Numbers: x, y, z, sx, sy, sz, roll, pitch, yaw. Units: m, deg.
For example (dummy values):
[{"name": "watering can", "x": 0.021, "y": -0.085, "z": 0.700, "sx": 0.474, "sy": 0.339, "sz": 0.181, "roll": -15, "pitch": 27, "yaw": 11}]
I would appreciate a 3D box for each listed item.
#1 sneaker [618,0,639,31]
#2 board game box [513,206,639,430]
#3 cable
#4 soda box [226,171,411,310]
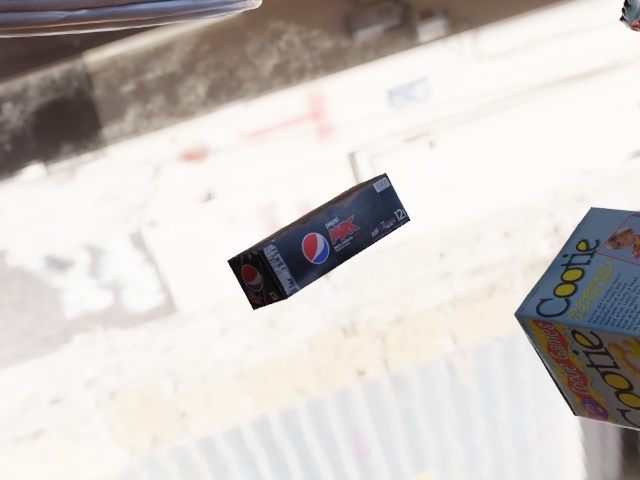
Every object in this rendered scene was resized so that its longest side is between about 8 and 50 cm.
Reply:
[{"name": "sneaker", "x": 0.354, "y": -0.220, "z": 1.465, "sx": 0.125, "sy": 0.104, "sz": 0.262, "roll": 41, "pitch": 8, "yaw": 11}, {"name": "board game box", "x": 0.331, "y": 0.079, "z": 1.332, "sx": 0.275, "sy": 0.144, "sz": 0.142, "roll": 9, "pitch": -39, "yaw": 47}, {"name": "cable", "x": -0.157, "y": -0.173, "z": 0.942, "sx": 0.257, "sy": 0.257, "sz": 0.089, "roll": 16, "pitch": -67, "yaw": 55}, {"name": "soda box", "x": 0.000, "y": 0.000, "z": 1.419, "sx": 0.060, "sy": 0.169, "sz": 0.053, "roll": -21, "pitch": -82, "yaw": 54}]
